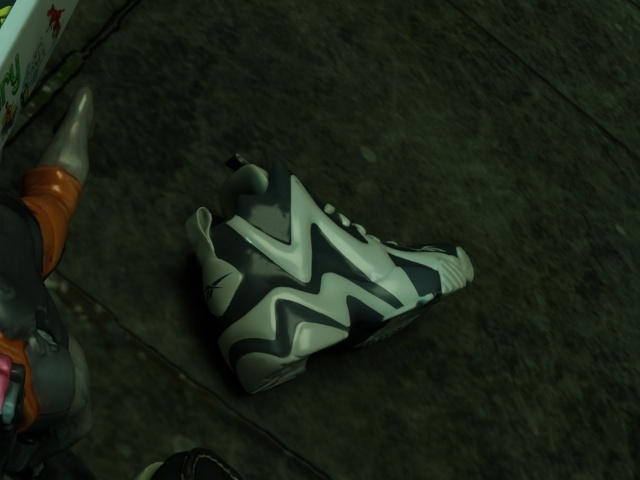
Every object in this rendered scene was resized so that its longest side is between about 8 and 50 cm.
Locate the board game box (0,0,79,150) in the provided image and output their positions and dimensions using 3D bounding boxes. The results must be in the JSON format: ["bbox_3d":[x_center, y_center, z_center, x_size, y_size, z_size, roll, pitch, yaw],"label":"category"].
[{"bbox_3d":[-0.236,-0.100,0.688,0.193,0.053,0.305,11,47,4],"label":"board game box"}]

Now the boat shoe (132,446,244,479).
[{"bbox_3d":[-0.006,0.178,0.672,0.127,0.113,0.340,41,6,-22],"label":"boat shoe"}]

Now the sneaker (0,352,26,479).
[{"bbox_3d":[-0.212,0.165,0.514,0.112,0.121,0.299,23,76,-5],"label":"sneaker"}]

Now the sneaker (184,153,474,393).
[{"bbox_3d":[0.000,0.000,0.977,0.235,0.094,0.153,-21,77,-41],"label":"sneaker"}]

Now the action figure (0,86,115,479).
[{"bbox_3d":[-0.229,0.000,0.697,0.341,0.178,0.330,20,32,-31],"label":"action figure"}]
